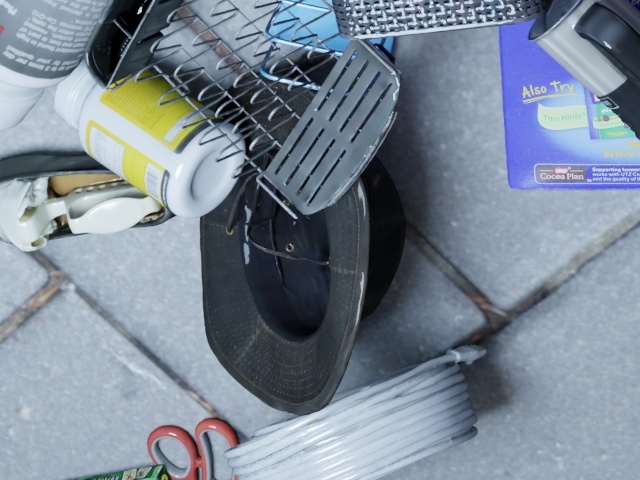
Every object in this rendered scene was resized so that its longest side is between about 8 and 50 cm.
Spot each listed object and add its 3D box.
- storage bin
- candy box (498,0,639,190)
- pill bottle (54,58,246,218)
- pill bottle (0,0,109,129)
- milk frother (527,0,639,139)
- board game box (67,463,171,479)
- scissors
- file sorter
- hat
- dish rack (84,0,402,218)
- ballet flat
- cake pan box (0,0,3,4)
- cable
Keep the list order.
[{"bbox_3d":[0.102,-0.233,1.439,0.180,0.122,0.084,-4,119,20],"label":"storage bin"},{"bbox_3d":[0.297,-0.209,1.546,0.268,0.122,0.317,1,121,12],"label":"candy box"},{"bbox_3d":[-0.169,-0.106,1.679,0.184,0.103,0.103,34,126,26],"label":"pill bottle"},{"bbox_3d":[-0.266,-0.245,1.613,0.161,0.161,0.283,36,120,-10],"label":"pill bottle"},{"bbox_3d":[0.276,-0.181,1.450,0.135,0.129,0.143,40,76,-13],"label":"milk frother"},{"bbox_3d":[-0.273,0.339,2.024,0.260,0.030,0.136,-12,114,22],"label":"board game box"},{"bbox_3d":[-0.132,0.329,2.003,0.109,0.021,0.297,-1,119,11],"label":"scissors"},{"bbox_3d":[0.013,-0.232,1.599,0.118,0.104,0.170,13,122,5],"label":"file sorter"},{"bbox_3d":[0.000,0.000,1.696,0.134,0.331,0.331,-6,130,-35],"label":"hat"},{"bbox_3d":[-0.064,-0.153,1.534,0.271,0.074,0.208,44,128,12],"label":"dish rack"},{"bbox_3d":[-0.263,-0.041,1.770,0.280,0.096,0.095,-9,118,17],"label":"ballet flat"},{"bbox_3d":[-0.357,-0.276,1.551,0.070,0.246,0.267,17,139,-38],"label":"cake pan box"},{"bbox_3d":[0.033,0.200,1.765,0.257,0.257,0.089,-24,86,33],"label":"cable"}]
